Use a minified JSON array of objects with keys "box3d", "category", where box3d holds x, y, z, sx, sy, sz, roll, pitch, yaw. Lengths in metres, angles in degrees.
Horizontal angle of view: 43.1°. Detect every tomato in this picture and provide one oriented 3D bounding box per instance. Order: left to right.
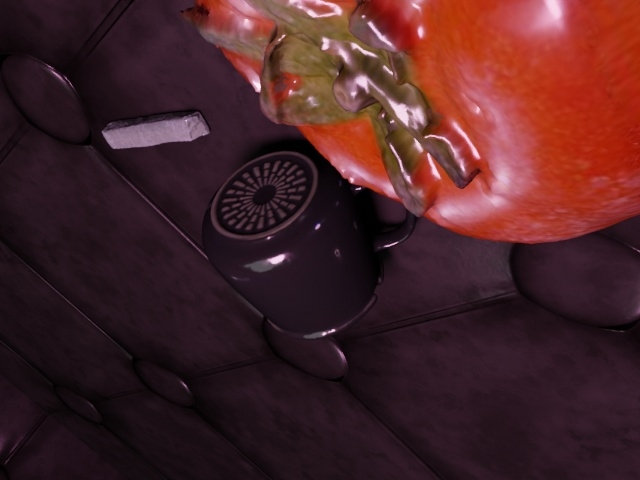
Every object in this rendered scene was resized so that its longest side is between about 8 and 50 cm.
[{"box3d":[0.094,-0.166,0.468,0.341,0.273,0.341,34,159,14],"category":"tomato"}]

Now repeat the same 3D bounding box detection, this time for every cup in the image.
[{"box3d":[0.000,0.000,0.860,0.223,0.169,0.177,-17,132,13],"category":"cup"}]

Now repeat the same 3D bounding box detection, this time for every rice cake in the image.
[{"box3d":[-0.199,-0.131,0.966,0.170,0.029,0.033,0,127,39],"category":"rice cake"}]
